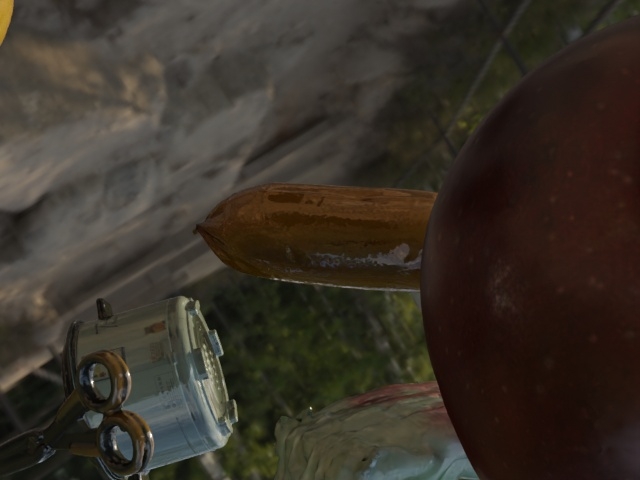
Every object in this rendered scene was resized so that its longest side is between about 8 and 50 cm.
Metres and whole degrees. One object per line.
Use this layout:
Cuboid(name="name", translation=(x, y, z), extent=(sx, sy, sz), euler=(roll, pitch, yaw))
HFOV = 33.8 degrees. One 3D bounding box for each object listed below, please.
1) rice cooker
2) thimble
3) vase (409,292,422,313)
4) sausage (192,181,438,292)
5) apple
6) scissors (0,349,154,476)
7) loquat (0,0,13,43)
Cuboid(name="rice cooker", translation=(-0.252, 0.209, 1.484), extent=(0.227, 0.280, 0.241), euler=(-17, 165, 1))
Cuboid(name="thimble", translation=(0.069, 0.164, 0.561), extent=(0.185, 0.211, 0.149), euler=(-58, -170, -10))
Cuboid(name="vase", translation=(0.321, 0.133, 1.446), extent=(0.250, 0.445, 0.250), euler=(-43, 177, -3))
Cuboid(name="sausage", translation=(-0.001, -0.006, 1.122), extent=(0.328, 0.112, 0.112), euler=(4, -161, 21))
Cuboid(name="apple", translation=(0.146, 0.025, 0.389), extent=(0.218, 0.218, 0.201), euler=(-33, 152, -18))
Cuboid(name="scissors", translation=(-0.200, 0.147, 0.770), extent=(0.220, 0.088, 0.017), euler=(-26, 173, 39))
Cuboid(name="loquat", translation=(-0.355, -0.198, 0.808), extent=(0.193, 0.238, 0.238), euler=(-54, -178, 5))
